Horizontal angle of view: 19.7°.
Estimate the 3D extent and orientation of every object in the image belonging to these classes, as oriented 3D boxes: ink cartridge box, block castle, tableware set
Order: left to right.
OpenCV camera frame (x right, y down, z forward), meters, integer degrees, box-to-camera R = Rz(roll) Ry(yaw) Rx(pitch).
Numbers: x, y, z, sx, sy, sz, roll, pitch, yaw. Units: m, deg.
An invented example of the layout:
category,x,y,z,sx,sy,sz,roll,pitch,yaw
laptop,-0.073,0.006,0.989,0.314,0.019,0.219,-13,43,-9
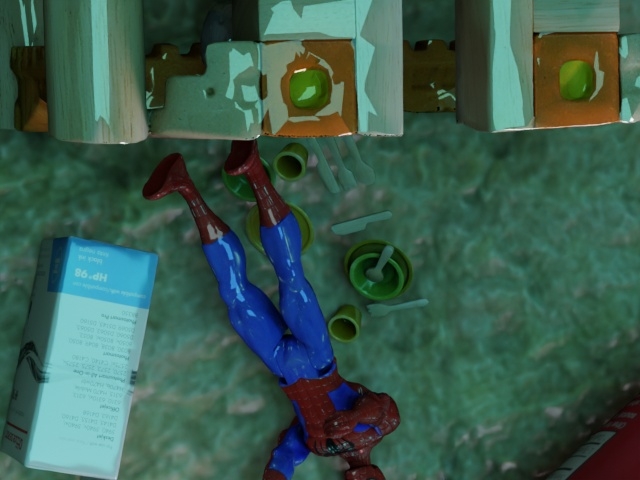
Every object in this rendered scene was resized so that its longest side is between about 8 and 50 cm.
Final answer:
category,x,y,z,sx,sy,sz,roll,pitch,yaw
ink cartridge box,-0.157,0.091,1.163,0.060,0.104,0.180,12,85,-18
tableware set,0.000,0.000,1.230,0.104,0.024,0.154,-14,117,24
block castle,0.019,-0.175,1.125,0.453,0.303,0.212,-3,96,-18

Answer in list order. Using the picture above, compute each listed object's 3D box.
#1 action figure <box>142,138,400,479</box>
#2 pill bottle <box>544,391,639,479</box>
category,x,y,z,sx,sy,sz,roll,pitch,yaw
action figure,-0.026,0.086,1.169,0.091,0.139,0.280,-15,121,24
pill bottle,0.258,0.217,1.230,0.408,0.229,0.229,-40,101,-15
